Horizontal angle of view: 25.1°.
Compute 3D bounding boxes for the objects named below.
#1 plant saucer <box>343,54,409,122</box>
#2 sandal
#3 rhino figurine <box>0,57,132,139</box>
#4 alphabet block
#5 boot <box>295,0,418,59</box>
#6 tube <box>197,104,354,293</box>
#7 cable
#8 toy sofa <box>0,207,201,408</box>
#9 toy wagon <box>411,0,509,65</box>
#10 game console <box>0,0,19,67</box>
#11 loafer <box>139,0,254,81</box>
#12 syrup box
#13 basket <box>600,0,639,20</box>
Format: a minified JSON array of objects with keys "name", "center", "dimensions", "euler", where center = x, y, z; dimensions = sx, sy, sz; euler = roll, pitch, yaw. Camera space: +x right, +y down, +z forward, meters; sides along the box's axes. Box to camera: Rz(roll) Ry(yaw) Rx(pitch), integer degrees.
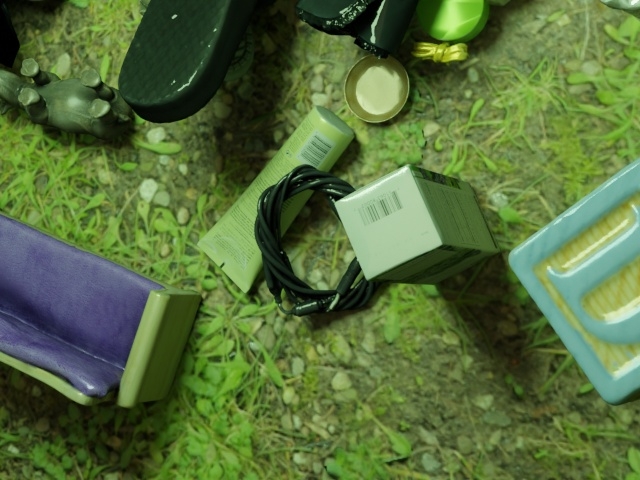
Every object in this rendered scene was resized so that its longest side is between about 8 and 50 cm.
[{"name":"plant saucer","center":[0.069,-0.182,1.724],"dimensions":[0.083,0.015,0.083],"euler":[-1,87,22]},{"name":"sandal","center":[-0.102,-0.319,1.719],"dimensions":[0.167,0.107,0.446],"euler":[11,66,37]},{"name":"rhino figurine","center":[-0.350,-0.183,1.849],"dimensions":[0.243,0.106,0.073],"euler":[13,76,22]},{"name":"alphabet block","center":[0.341,0.043,1.504],"dimensions":[0.192,0.197,0.193],"euler":[-36,75,18]},{"name":"boot","center":[0.023,-0.344,1.626],"dimensions":[0.246,0.094,0.207],"euler":[32,97,7]},{"name":"tube","center":[-0.053,-0.055,1.750],"dimensions":[0.240,0.062,0.070],"euler":[-52,29,15]},{"name":"cable","center":[0.000,0.000,1.699],"dimensions":[0.150,0.047,0.184],"euler":[-5,103,14]},{"name":"toy sofa","center":[-0.350,0.072,1.797],"dimensions":[0.362,0.177,0.150],"euler":[22,96,23]},{"name":"toy wagon","center":[0.165,-0.373,1.667],"dimensions":[0.267,0.068,0.344],"euler":[8,91,23]},{"name":"game console","center":[-0.536,-0.362,1.908],"dimensions":[0.361,0.213,0.044],"euler":[26,59,38]},{"name":"loafer","center":[-0.172,-0.299,1.802],"dimensions":[0.251,0.094,0.087],"euler":[57,150,9]},{"name":"syrup box","center":[0.112,-0.013,1.578],"dimensions":[0.093,0.237,0.096],"euler":[-26,79,19]},{"name":"basket","center":[0.479,-0.352,1.430],"dimensions":[0.331,0.266,0.328],"euler":[12,92,22]}]
